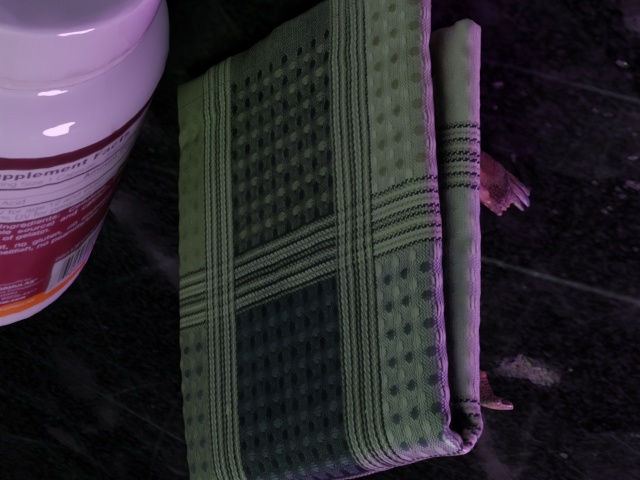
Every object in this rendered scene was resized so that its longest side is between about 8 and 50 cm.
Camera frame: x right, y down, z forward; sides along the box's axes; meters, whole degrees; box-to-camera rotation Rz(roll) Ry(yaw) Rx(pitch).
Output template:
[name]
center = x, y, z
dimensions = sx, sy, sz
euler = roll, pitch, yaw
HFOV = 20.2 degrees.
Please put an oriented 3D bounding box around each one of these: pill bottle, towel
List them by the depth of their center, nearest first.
[towel]
center = 0.000, 0.000, 1.194
dimensions = 0.056, 0.324, 0.312
euler = 6, 164, -33
[pill bottle]
center = -0.232, -0.113, 1.253
dimensions = 0.224, 0.224, 0.392
euler = 29, 147, -1

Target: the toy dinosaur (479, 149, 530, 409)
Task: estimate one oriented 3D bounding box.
[toy dinosaur]
center = 0.049, 0.012, 1.278
dimensions = 0.127, 0.200, 0.295
euler = 14, 168, -29
